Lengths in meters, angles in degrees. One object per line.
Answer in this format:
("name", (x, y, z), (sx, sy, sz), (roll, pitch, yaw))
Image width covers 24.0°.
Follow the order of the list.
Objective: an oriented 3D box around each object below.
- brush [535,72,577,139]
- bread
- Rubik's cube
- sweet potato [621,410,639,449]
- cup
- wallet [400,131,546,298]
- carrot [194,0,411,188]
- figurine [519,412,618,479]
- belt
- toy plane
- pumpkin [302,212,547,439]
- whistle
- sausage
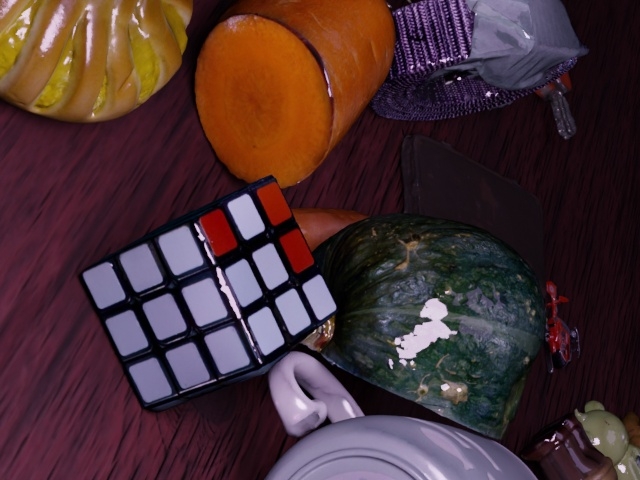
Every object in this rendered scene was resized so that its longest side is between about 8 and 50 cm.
("brush", (0.355, -0.309, 2.432), (0.070, 0.051, 0.323), (21, 51, -55))
("bread", (-0.255, -0.268, 1.459), (0.333, 0.160, 0.333), (29, 50, -41))
("Rubik's cube", (-0.106, 0.052, 1.471), (0.162, 0.160, 0.163), (-30, 96, -57))
("sweet potato", (0.517, 0.391, 2.190), (0.124, 0.098, 0.310), (34, 38, -54))
("cup", (0.051, 0.254, 1.441), (0.357, 0.259, 0.274), (58, 10, 19))
("wallet", (0.215, -0.032, 2.072), (0.309, 0.042, 0.165), (24, 54, -44))
("carrot", (-0.020, -0.225, 1.726), (0.214, 0.193, 0.331), (56, 38, -13))
("figurine", (0.380, 0.418, 1.958), (0.365, 0.206, 0.218), (44, 9, 9))
("belt", (0.188, -0.244, 1.965), (0.324, 0.260, 0.122), (1, 72, -53))
("toy plane", (0.336, 0.126, 2.153), (0.060, 0.037, 0.145), (17, 61, -37))
("pumpkin", (0.110, 0.066, 1.608), (0.263, 0.293, 0.197), (23, 91, -36))
("whistle", (0.415, 0.324, 2.099), (0.227, 0.085, 0.105), (56, 35, -13))
("sausage", (0.000, 0.000, 1.730), (0.197, 0.076, 0.076), (2, 69, -52))
